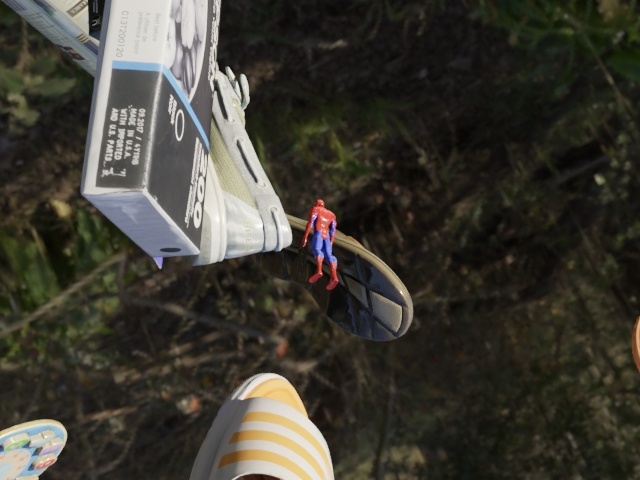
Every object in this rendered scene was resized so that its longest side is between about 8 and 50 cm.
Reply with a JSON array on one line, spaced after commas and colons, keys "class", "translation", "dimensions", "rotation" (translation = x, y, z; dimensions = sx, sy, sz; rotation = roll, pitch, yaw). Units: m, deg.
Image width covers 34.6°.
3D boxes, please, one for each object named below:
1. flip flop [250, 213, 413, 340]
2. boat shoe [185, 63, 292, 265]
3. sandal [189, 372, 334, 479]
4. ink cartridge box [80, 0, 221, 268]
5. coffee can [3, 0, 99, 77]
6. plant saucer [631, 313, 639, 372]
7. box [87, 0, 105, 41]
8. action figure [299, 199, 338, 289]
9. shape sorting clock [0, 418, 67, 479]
[{"class": "flip flop", "translation": [0.014, 0.031, 1.307], "dimensions": [0.080, 0.277, 0.112], "rotation": [-17, 124, -42]}, {"class": "boat shoe", "translation": [-0.106, -0.097, 1.087], "dimensions": [0.103, 0.320, 0.118], "rotation": [-2, 129, -12]}, {"class": "sandal", "translation": [-0.034, 0.179, 0.602], "dimensions": [0.076, 0.102, 0.265], "rotation": [-20, -156, 29]}, {"class": "ink cartridge box", "translation": [-0.098, -0.099, 0.675], "dimensions": [0.045, 0.206, 0.208], "rotation": [3, 167, 3]}, {"class": "coffee can", "translation": [-0.298, -0.343, 1.331], "dimensions": [0.201, 0.201, 0.275], "rotation": [-31, 133, 20]}, {"class": "plant saucer", "translation": [0.237, 0.073, 0.654], "dimensions": [0.083, 0.083, 0.013], "rotation": [-18, 157, -23]}, {"class": "box", "translation": [-0.165, -0.214, 0.951], "dimensions": [0.083, 0.052, 0.062], "rotation": [-11, 164, 25]}, {"class": "action figure", "translation": [0.000, 0.000, 1.137], "dimensions": [0.038, 0.115, 0.030], "rotation": [20, 138, -25]}, {"class": "shape sorting clock", "translation": [-0.392, 0.281, 1.212], "dimensions": [0.206, 0.040, 0.206], "rotation": [-29, 156, -15]}]
